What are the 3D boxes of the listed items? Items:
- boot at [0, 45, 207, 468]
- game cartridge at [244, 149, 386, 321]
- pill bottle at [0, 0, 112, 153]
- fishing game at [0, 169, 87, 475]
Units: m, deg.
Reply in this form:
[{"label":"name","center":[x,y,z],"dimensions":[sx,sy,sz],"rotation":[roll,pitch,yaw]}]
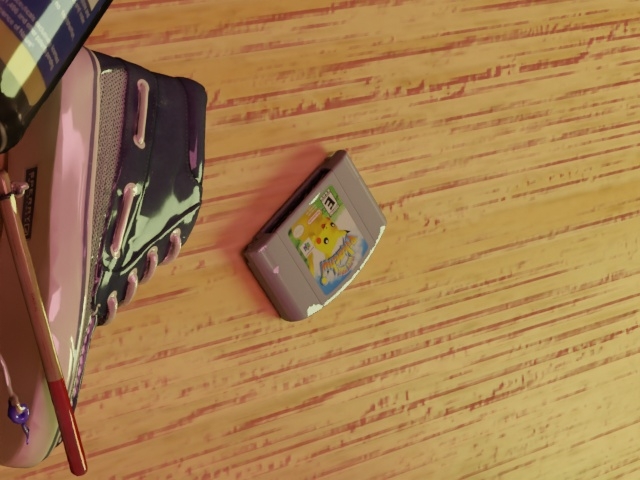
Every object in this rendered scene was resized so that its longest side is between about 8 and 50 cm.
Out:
[{"label":"boot","center":[-0.097,0.010,0.825],"dimensions":[0.086,0.069,0.190],"rotation":[11,84,-36]},{"label":"game cartridge","center":[0.000,0.000,0.950],"dimensions":[0.083,0.017,0.056],"rotation":[-49,126,-29]},{"label":"pill bottle","center":[-0.124,-0.151,0.758],"dimensions":[0.123,0.123,0.219],"rotation":[46,63,-34]},{"label":"fishing game","center":[-0.219,0.071,0.702],"dimensions":[0.264,0.041,0.189],"rotation":[-19,106,-23]}]
